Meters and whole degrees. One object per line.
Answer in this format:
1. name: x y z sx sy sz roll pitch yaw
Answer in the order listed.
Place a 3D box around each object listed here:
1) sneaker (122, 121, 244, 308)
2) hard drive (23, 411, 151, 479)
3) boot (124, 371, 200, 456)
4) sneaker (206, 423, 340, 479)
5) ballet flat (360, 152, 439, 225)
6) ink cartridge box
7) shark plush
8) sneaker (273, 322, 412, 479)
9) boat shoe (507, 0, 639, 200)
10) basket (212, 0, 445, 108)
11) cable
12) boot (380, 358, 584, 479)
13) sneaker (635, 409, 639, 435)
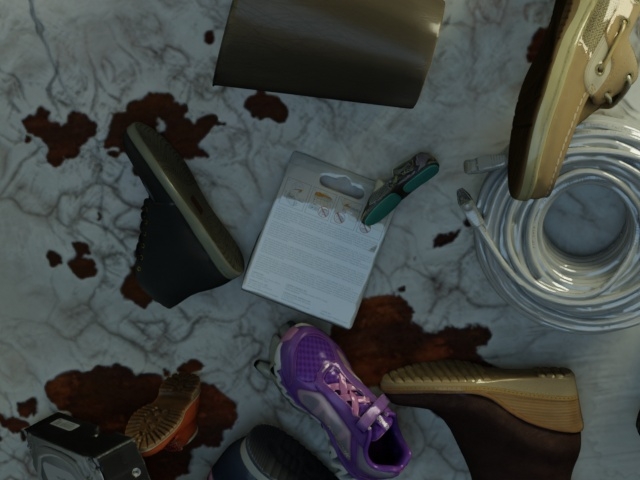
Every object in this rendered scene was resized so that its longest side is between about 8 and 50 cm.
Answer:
1. sneaker: -0.198 -0.025 1.833 0.118 0.083 0.222 -29 99 18
2. hard drive: -0.245 0.387 1.887 0.064 0.237 0.339 -27 107 -28
3. boot: -0.187 0.234 1.872 0.059 0.158 0.084 11 116 19
4. sneaker: -0.010 0.373 1.932 0.319 0.112 0.131 47 122 -6
5. ballet flat: 0.088 -0.064 1.816 0.114 0.041 0.041 -39 99 5
6. ink cartridge box: 0.000 0.000 1.853 0.145 0.045 0.179 21 89 0
7. shark plush: -0.009 0.178 1.891 0.067 0.073 0.161 -43 94 -15
8. sneaker: 0.036 0.198 1.843 0.095 0.104 0.236 -42 112 -26
9. boat shoe: 0.296 -0.196 1.677 0.110 0.121 0.341 20 87 -5
10. basket: 0.014 -0.240 1.719 0.227 0.154 0.204 15 109 -3
11. cable: 0.305 -0.018 1.784 0.257 0.089 0.257 -18 104 10
12. boot: 0.194 0.255 1.871 0.248 0.090 0.207 2 104 1
13. sneaker: 0.511 0.278 1.841 0.283 0.107 0.124 20 152 20
